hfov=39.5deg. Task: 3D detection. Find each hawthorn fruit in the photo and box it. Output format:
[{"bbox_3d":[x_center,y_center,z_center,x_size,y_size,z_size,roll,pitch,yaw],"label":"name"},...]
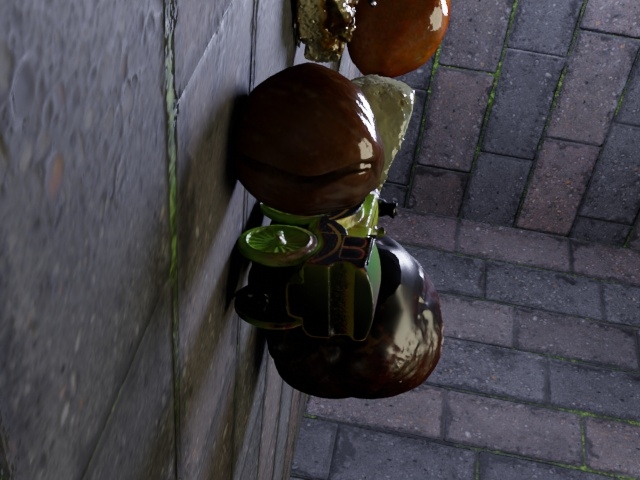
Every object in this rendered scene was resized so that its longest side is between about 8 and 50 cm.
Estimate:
[{"bbox_3d":[0.148,-0.420,1.816,0.210,0.210,0.262,-73,180,-63],"label":"hawthorn fruit"}]

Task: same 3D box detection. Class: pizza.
[{"bbox_3d":[0.012,-0.287,1.030,0.194,0.069,0.154,-57,157,-81],"label":"pizza"}]

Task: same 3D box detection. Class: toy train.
[{"bbox_3d":[0.000,0.000,0.987,0.296,0.160,0.101,-74,167,-61],"label":"toy train"}]

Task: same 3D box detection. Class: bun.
[{"bbox_3d":[0.060,-0.166,1.522,0.259,0.152,0.259,-158,-90,-90],"label":"bun"}]

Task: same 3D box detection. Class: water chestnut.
[{"bbox_3d":[0.048,0.100,1.310,0.244,0.289,0.289,90,10,-45],"label":"water chestnut"}]

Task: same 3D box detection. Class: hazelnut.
[{"bbox_3d":[-0.007,-0.085,0.804,0.154,0.143,0.143,96,6,-67],"label":"hazelnut"}]

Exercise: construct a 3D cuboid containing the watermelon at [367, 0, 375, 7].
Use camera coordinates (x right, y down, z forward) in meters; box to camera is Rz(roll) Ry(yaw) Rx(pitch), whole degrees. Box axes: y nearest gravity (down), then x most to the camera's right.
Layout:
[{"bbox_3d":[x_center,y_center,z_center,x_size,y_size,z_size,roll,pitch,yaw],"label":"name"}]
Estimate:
[{"bbox_3d":[0.042,-0.351,0.813,0.204,0.127,0.232,-49,144,-55],"label":"watermelon"}]
